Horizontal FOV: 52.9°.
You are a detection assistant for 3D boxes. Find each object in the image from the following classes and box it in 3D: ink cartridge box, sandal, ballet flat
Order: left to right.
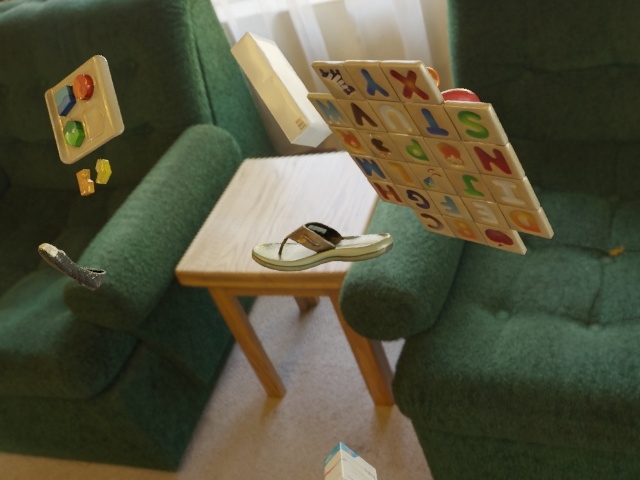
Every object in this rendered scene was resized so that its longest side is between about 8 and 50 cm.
[{"bbox_3d":[-0.491,0.046,1.269,0.057,0.173,0.049,19,71,28],"label":"ballet flat"},{"bbox_3d":[0.001,-0.001,1.369,0.302,0.086,0.120,-8,20,8],"label":"sandal"},{"bbox_3d":[0.054,0.420,1.112,0.052,0.088,0.122,-49,7,6],"label":"ink cartridge box"}]

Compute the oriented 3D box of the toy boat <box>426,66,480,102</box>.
[{"bbox_3d":[0.203,-0.263,1.258,0.150,0.151,0.231,1,0,-38],"label":"toy boat"}]

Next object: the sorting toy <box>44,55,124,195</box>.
[{"bbox_3d":[-0.596,-0.283,1.629,0.229,0.308,0.041,-20,-7,30],"label":"sorting toy"}]

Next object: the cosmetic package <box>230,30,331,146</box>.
[{"bbox_3d":[-0.076,-0.297,1.274,0.060,0.098,0.239,-40,74,27],"label":"cosmetic package"}]

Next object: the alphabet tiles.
[{"bbox_3d":[0.133,-0.098,0.817,0.285,0.342,0.011,17,67,46],"label":"alphabet tiles"}]
